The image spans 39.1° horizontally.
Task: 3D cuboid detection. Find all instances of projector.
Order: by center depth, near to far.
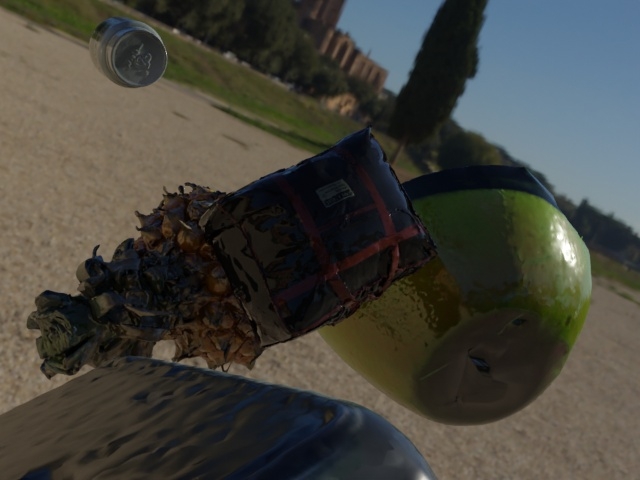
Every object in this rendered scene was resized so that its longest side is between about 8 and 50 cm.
[{"bbox_3d":[-0.055,0.288,0.474,0.242,0.405,0.395,-26,9,-28],"label":"projector"}]

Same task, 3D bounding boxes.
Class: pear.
[{"bbox_3d":[0.195,0.110,1.196,0.398,0.399,0.165,21,32,-30],"label":"pear"}]

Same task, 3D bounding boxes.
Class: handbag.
[{"bbox_3d":[0.000,0.000,0.940,0.169,0.215,0.155,62,-25,2],"label":"handbag"}]

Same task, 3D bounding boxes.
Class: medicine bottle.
[{"bbox_3d":[-0.229,-0.224,1.079,0.080,0.080,0.130,22,7,-26],"label":"medicine bottle"}]

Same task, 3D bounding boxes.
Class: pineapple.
[{"bbox_3d":[-0.210,0.078,1.060,0.262,0.263,0.271,29,30,27],"label":"pineapple"}]
